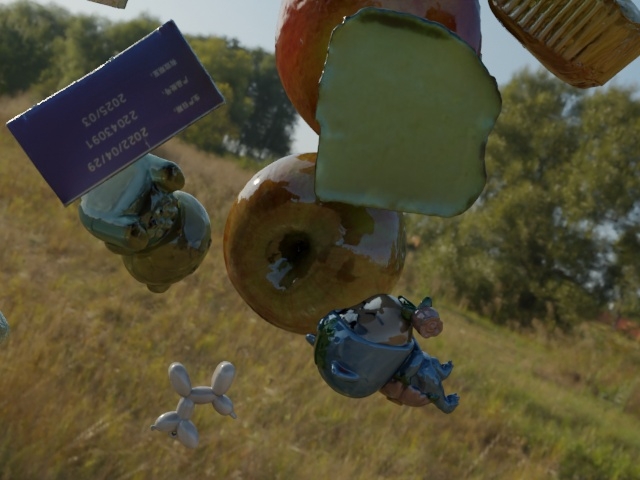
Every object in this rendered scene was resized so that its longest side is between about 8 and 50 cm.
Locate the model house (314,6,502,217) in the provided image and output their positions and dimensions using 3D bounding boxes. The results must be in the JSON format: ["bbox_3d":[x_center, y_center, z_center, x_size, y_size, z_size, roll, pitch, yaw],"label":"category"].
[{"bbox_3d":[0.094,-0.143,0.942,0.195,0.214,0.189,5,6,1],"label":"model house"}]

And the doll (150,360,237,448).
[{"bbox_3d":[-0.236,0.307,1.519,0.160,0.160,0.059,0,0,-15],"label":"doll"}]

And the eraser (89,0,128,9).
[{"bbox_3d":[-0.410,-0.472,1.564,0.083,0.038,0.019,1,33,-46],"label":"eraser"}]

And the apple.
[{"bbox_3d":[0.000,0.000,1.165,0.264,0.264,0.264,21,3,-1],"label":"apple"}]

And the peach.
[{"bbox_3d":[0.085,-0.354,1.284,0.242,0.381,0.306,5,-19,-40],"label":"peach"}]

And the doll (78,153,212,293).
[{"bbox_3d":[-0.284,-0.026,1.380,0.161,0.177,0.261,18,-19,26],"label":"doll"}]

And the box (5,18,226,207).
[{"bbox_3d":[-0.231,-0.150,0.952,0.106,0.200,0.299,57,-4,-13],"label":"box"}]

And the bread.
[{"bbox_3d":[0.318,-0.289,1.040,0.250,0.133,0.179,0,49,-54],"label":"bread"}]

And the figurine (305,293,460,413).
[{"bbox_3d":[0.083,0.114,0.877,0.178,0.144,0.114,27,20,-24],"label":"figurine"}]

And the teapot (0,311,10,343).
[{"bbox_3d":[-0.500,0.124,1.113,0.107,0.077,0.200,54,-4,12],"label":"teapot"}]
